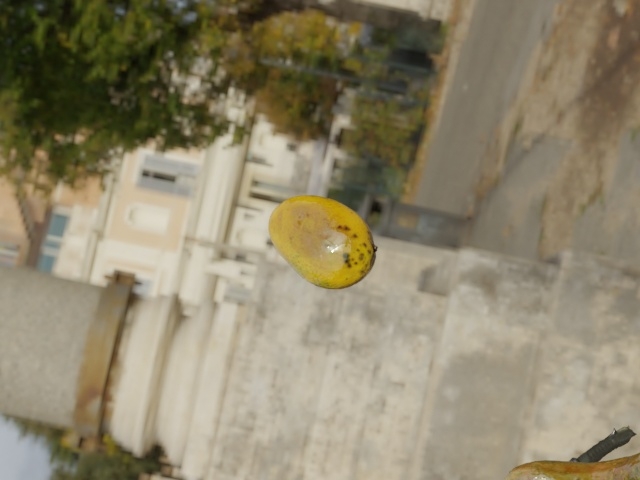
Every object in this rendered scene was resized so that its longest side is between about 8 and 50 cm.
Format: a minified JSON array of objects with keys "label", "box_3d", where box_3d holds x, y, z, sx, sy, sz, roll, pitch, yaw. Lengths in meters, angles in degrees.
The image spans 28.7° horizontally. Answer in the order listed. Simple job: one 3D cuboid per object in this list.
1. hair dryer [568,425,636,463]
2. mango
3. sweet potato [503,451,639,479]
[{"label":"hair dryer","box_3d":[0.221,0.324,1.291,0.359,0.120,0.304,-36,-57,-25]},{"label":"mango","box_3d":[0.000,0.000,1.149,0.057,0.114,0.079,19,-83,-62]},{"label":"sweet potato","box_3d":[0.284,0.220,1.144,0.081,0.233,0.062,49,-138,-33]}]
